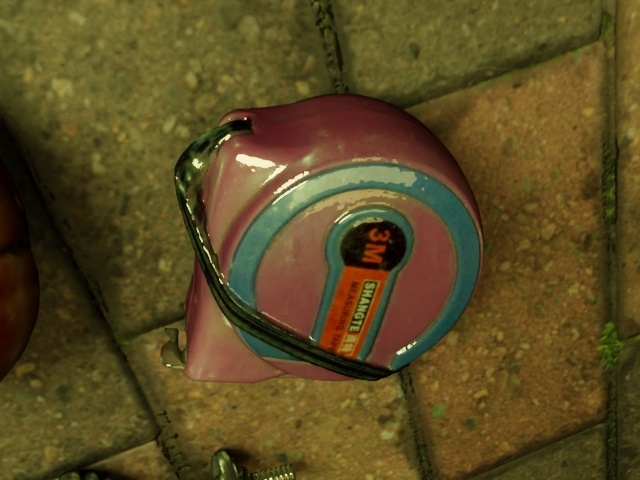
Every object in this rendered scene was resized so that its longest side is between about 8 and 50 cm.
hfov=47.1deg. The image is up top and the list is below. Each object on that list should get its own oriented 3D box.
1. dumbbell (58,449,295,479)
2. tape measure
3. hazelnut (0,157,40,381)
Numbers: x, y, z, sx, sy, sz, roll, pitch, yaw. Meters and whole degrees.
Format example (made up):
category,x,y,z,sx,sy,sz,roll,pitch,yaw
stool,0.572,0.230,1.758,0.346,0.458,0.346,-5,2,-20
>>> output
category,x,y,z,sx,sy,sz,roll,pitch,yaw
dumbbell,-0.145,0.255,0.710,0.254,0.110,0.110,-9,121,-22
tape measure,0.000,0.000,0.590,0.245,0.149,0.232,7,119,-15
hazelnut,-0.287,0.018,0.455,0.229,0.229,0.230,-9,121,-15
